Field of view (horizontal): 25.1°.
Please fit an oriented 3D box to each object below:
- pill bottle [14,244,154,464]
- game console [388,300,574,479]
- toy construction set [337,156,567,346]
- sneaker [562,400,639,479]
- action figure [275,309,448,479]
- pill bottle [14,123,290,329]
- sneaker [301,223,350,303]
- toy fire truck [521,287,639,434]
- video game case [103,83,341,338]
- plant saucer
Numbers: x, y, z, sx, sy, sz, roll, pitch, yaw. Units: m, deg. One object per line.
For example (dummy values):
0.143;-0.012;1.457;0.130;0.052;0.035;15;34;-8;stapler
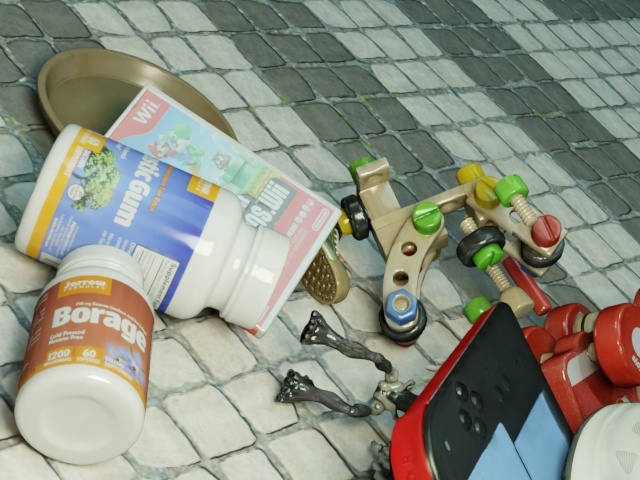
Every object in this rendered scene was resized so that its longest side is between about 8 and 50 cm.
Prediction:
-0.225;0.103;1.406;0.121;0.121;0.216;22;33;-18;pill bottle
0.217;0.286;1.450;0.386;0.060;0.342;63;32;-8;game console
0.161;-0.015;1.806;0.237;0.257;0.309;59;16;26;toy construction set
0.371;0.291;1.392;0.169;0.257;0.447;58;30;-18;sneaker
0.095;0.184;1.553;0.275;0.164;0.141;22;8;-2;action figure
-0.177;-0.007;1.554;0.272;0.152;0.152;23;33;-7;pill bottle
0.000;0.000;1.802;0.086;0.064;0.192;-6;45;-40;sneaker
0.370;0.200;1.780;0.302;0.169;0.254;-19;91;-54;toy fire truck
-0.139;-0.038;1.692;0.285;0.025;0.204;33;56;-1;video game case
-0.232;-0.143;1.818;0.278;0.041;0.278;24;32;-16;plant saucer
